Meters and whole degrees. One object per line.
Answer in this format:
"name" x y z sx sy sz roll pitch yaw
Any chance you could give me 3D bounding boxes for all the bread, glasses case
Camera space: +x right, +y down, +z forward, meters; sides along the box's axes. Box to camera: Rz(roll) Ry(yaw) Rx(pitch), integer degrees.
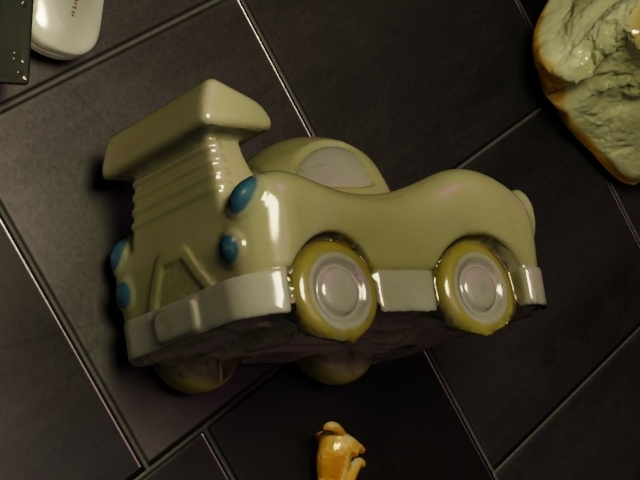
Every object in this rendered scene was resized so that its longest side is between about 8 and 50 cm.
"bread" 0.378 -0.215 1.746 0.279 0.225 0.250 46 56 -35
"glasses case" -0.224 -0.249 1.346 0.074 0.049 0.193 14 66 -36

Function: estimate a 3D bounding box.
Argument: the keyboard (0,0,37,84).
"keyboard" -0.280 -0.209 1.275 0.103 0.041 0.381 3 66 -9

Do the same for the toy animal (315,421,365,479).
"toy animal" 0.006 0.214 1.399 0.083 0.060 0.081 -57 154 -38

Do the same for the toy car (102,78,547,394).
"toy car" 0.000 0.000 1.343 0.336 0.242 0.226 -1 75 -40
